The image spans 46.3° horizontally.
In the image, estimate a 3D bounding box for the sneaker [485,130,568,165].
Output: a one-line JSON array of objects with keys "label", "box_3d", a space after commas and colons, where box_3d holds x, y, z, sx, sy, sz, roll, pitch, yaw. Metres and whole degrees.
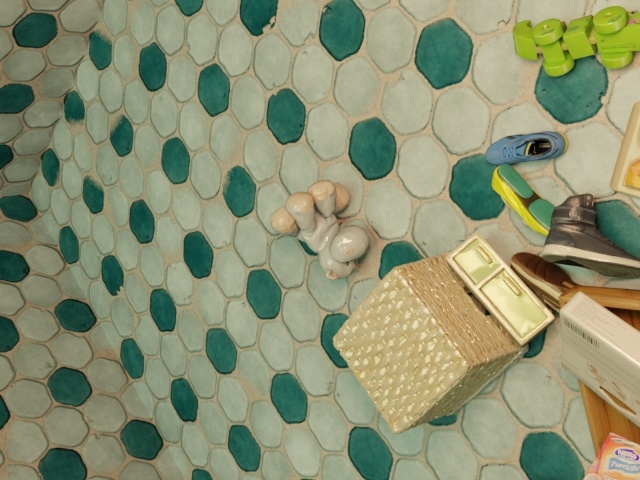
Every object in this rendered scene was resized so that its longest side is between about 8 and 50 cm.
[{"label": "sneaker", "box_3d": [0.462, -0.213, 1.734, 0.209, 0.082, 0.069, -4, 96, 45]}]

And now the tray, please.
[{"label": "tray", "box_3d": [0.648, 0.300, 1.574, 0.202, 0.076, 0.411, 2, 111, 56]}]

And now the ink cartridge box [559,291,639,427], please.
[{"label": "ink cartridge box", "box_3d": [0.609, 0.263, 1.477, 0.296, 0.066, 0.261, 40, 166, 34]}]

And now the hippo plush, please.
[{"label": "hippo plush", "box_3d": [0.000, 0.000, 2.096, 0.294, 0.234, 0.237, -50, 64, 36]}]

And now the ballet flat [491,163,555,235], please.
[{"label": "ballet flat", "box_3d": [0.483, -0.079, 1.750, 0.231, 0.077, 0.077, 52, 149, 20]}]

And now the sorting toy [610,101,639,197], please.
[{"label": "sorting toy", "box_3d": [0.713, -0.169, 1.536, 0.208, 0.038, 0.193, 25, 114, 38]}]

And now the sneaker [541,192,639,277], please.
[{"label": "sneaker", "box_3d": [0.609, -0.015, 1.628, 0.226, 0.086, 0.164, 15, 71, 6]}]

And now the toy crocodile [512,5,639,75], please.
[{"label": "toy crocodile", "box_3d": [0.565, -0.433, 1.590, 0.340, 0.105, 0.115, 3, 141, 42]}]

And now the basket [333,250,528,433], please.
[{"label": "basket", "box_3d": [0.267, 0.253, 1.875, 0.328, 0.266, 0.331, 55, 127, 23]}]

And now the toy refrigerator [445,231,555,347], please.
[{"label": "toy refrigerator", "box_3d": [0.422, 0.116, 1.768, 0.102, 0.094, 0.270, -39, 71, 3]}]

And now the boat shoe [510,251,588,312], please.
[{"label": "boat shoe", "box_3d": [0.537, 0.126, 1.719, 0.257, 0.095, 0.095, 38, 132, 35]}]

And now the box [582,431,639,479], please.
[{"label": "box", "box_3d": [0.643, 0.557, 1.558, 0.142, 0.154, 0.300, 21, 148, 38]}]
